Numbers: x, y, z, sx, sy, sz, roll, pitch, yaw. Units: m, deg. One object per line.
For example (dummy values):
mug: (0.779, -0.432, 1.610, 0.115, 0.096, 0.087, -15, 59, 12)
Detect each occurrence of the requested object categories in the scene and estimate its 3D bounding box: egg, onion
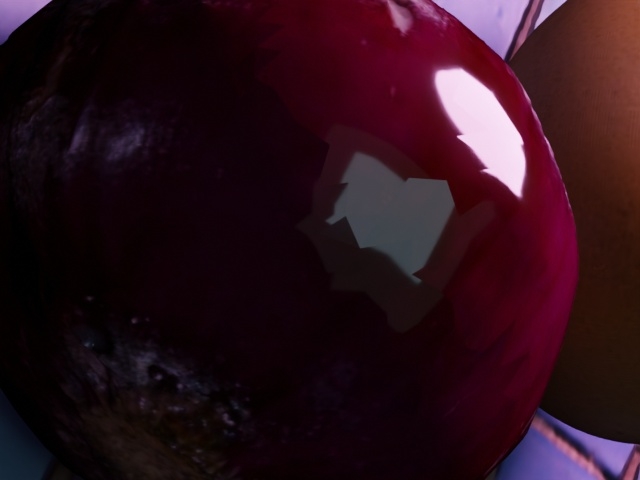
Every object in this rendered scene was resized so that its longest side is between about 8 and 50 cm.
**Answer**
egg: (0.215, -0.027, 0.984, 0.250, 0.250, 0.322, 24, 67, -43)
onion: (0.000, 0.000, 0.755, 0.336, 0.260, 0.282, 56, 45, -22)
